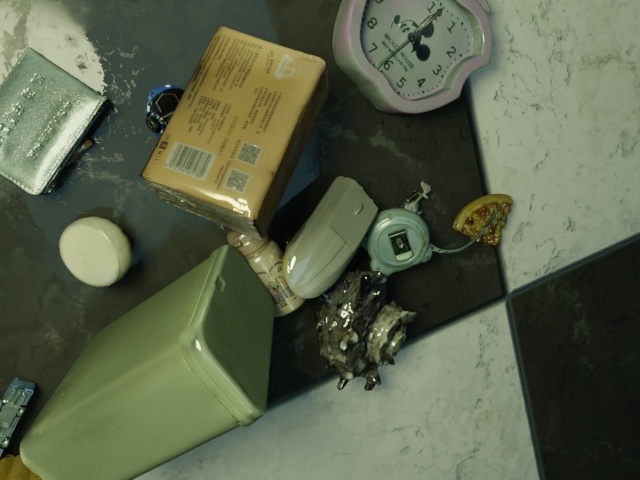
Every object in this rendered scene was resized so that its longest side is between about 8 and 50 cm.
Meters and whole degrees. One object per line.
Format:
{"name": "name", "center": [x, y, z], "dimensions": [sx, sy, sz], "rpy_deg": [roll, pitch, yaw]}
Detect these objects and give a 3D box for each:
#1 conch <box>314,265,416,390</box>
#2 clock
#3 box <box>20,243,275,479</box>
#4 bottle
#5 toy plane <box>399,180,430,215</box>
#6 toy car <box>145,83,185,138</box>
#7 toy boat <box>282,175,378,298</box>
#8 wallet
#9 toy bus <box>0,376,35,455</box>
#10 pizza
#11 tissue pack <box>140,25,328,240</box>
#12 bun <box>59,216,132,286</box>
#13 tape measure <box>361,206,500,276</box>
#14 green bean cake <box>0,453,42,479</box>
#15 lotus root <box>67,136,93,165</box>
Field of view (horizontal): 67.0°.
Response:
{"name": "conch", "center": [0.104, 0.192, 1.075], "dimensions": [0.241, 0.186, 0.313], "rpy_deg": [-24, 112, -11]}
{"name": "clock", "center": [0.193, -0.438, 1.017], "dimensions": [0.339, 0.102, 0.338], "rpy_deg": [-4, 102, -18]}
{"name": "box", "center": [-0.265, 0.214, 0.833], "dimensions": [0.344, 0.352, 0.177], "rpy_deg": [-32, 111, 10]}
{"name": "bottle", "center": [-0.114, 0.050, 1.022], "dimensions": [0.097, 0.110, 0.209], "rpy_deg": [-16, 114, 29]}
{"name": "toy plane", "center": [0.218, -0.082, 1.139], "dimensions": [0.049, 0.031, 0.120], "rpy_deg": [43, 89, -13]}
{"name": "toy car", "center": [-0.261, -0.190, 0.933], "dimensions": [0.103, 0.063, 0.216], "rpy_deg": [-39, 115, -28]}
{"name": "toy boat", "center": [0.007, -0.004, 1.016], "dimensions": [0.141, 0.141, 0.269], "rpy_deg": [46, 73, -21]}
{"name": "wallet", "center": [-0.501, -0.203, 0.849], "dimensions": [0.167, 0.036, 0.222], "rpy_deg": [35, 89, -6]}
{"name": "toy bus", "center": [-0.609, 0.345, 0.940], "dimensions": [0.051, 0.061, 0.153], "rpy_deg": [27, 91, -20]}
{"name": "pizza", "center": [0.417, -0.047, 1.203], "dimensions": [0.175, 0.046, 0.134], "rpy_deg": [-35, 110, -9]}
{"name": "tissue pack", "center": [-0.135, -0.174, 0.878], "dimensions": [0.239, 0.238, 0.305], "rpy_deg": [27, 77, -21]}
{"name": "bun", "center": [-0.413, 0.013, 0.920], "dimensions": [0.138, 0.094, 0.138], "rpy_deg": [7, 116, 15]}
{"name": "tape measure", "center": [0.251, -0.026, 1.091], "dimensions": [0.330, 0.084, 0.164], "rpy_deg": [-23, 114, 8]}
{"name": "green bean cake", "center": [-0.571, 0.548, 0.959], "dimensions": [0.224, 0.131, 0.229], "rpy_deg": [14, 98, -22]}
{"name": "lotus root", "center": [-0.461, -0.164, 0.892], "dimensions": [0.083, 0.037, 0.030], "rpy_deg": [-42, 107, -5]}
